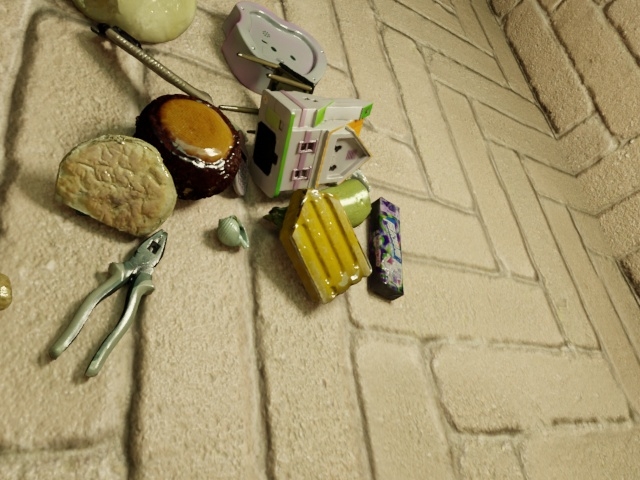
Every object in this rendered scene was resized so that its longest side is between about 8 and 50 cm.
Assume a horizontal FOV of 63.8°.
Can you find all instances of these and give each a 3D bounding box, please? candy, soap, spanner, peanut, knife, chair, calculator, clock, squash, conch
[{"bbox_3d":[0.183,0.016,1.437,0.088,0.061,0.312,26,47,-27],"label":"candy"},{"bbox_3d":[0.000,0.000,1.204,0.160,0.080,0.258,-31,101,-28],"label":"soap"},{"bbox_3d":[-0.365,0.094,0.941,0.095,0.040,0.325,36,45,-15],"label":"spanner"},{"bbox_3d":[-0.531,0.062,0.820,0.054,0.054,0.113,-30,81,-47],"label":"peanut"},{"bbox_3d":[-0.385,-0.413,1.203,0.365,0.043,0.089,36,11,8],"label":"knife"},{"bbox_3d":[-0.102,-0.377,1.385,0.272,0.166,0.188,1,33,-46],"label":"chair"},{"bbox_3d":[-0.197,-0.189,1.248,0.024,0.103,0.166,-5,71,8],"label":"calculator"},{"bbox_3d":[-0.005,-0.250,1.307,0.309,0.235,0.166,-10,41,-34],"label":"clock"},{"bbox_3d":[-0.013,-0.058,1.310,0.287,0.137,0.137,-23,77,-34],"label":"squash"},{"bbox_3d":[-0.199,-0.016,1.149,0.076,0.056,0.085,-74,145,-61],"label":"conch"},{"bbox_3d":[-0.136,-0.574,1.569,0.338,0.102,0.339,22,48,-27],"label":"clock"}]

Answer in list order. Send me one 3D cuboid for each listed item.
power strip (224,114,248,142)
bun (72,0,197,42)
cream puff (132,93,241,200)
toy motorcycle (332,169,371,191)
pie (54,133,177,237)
[{"bbox_3d":[-0.267,-0.291,1.297,0.175,0.042,0.075,40,43,-11],"label":"power strip"},{"bbox_3d":[-0.473,-0.693,1.303,0.364,0.202,0.364,24,47,-28],"label":"bun"},{"bbox_3d":[-0.291,-0.196,1.119,0.239,0.165,0.239,22,48,-26],"label":"cream puff"},{"bbox_3d":[0.061,-0.221,1.500,0.151,0.074,0.229,-24,68,-41],"label":"toy motorcycle"},{"bbox_3d":[-0.381,-0.109,0.984,0.218,0.185,0.052,29,10,-22],"label":"pie"}]
